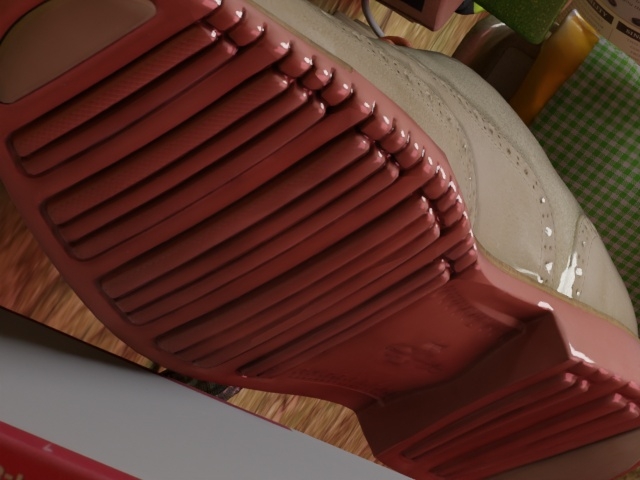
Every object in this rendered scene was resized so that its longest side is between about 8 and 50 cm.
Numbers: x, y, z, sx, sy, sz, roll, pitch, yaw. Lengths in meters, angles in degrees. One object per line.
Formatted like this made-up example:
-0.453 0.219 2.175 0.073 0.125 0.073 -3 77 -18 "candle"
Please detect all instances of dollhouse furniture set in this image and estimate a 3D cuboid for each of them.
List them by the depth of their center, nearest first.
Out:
0.144 -0.041 0.918 0.301 0.198 0.151 -59 174 34 "dollhouse furniture set"

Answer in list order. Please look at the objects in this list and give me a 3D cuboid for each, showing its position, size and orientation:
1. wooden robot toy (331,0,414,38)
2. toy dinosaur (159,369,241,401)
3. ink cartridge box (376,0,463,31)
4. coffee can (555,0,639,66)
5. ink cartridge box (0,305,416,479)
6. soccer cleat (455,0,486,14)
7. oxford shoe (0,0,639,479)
0.028 -0.081 1.053 0.173 0.079 0.076 -49 166 -38 "wooden robot toy"
0.000 0.000 1.154 0.268 0.064 0.118 -52 -174 14 "toy dinosaur"
0.092 -0.237 0.870 0.234 0.088 0.193 -53 168 -27 "ink cartridge box"
0.270 -0.227 1.403 0.201 0.202 0.275 -53 169 -21 "coffee can"
-0.101 0.249 0.705 0.160 0.279 0.384 -30 142 -79 "ink cartridge box"
0.060 -0.151 1.014 0.060 0.072 0.179 -63 168 15 "soccer cleat"
0.003 -0.023 0.777 0.140 0.146 0.397 -24 142 20 "oxford shoe"
